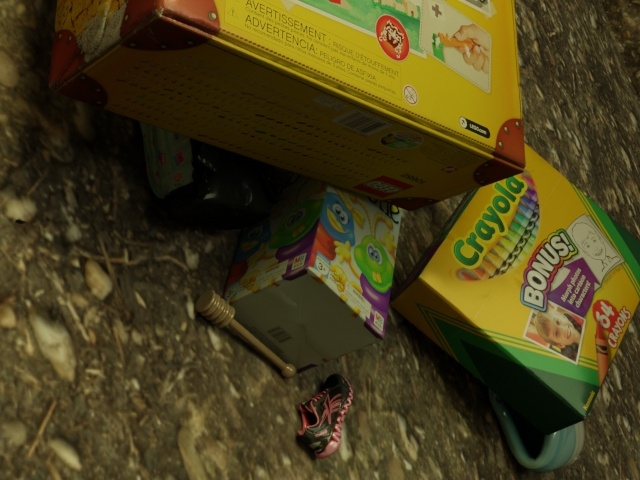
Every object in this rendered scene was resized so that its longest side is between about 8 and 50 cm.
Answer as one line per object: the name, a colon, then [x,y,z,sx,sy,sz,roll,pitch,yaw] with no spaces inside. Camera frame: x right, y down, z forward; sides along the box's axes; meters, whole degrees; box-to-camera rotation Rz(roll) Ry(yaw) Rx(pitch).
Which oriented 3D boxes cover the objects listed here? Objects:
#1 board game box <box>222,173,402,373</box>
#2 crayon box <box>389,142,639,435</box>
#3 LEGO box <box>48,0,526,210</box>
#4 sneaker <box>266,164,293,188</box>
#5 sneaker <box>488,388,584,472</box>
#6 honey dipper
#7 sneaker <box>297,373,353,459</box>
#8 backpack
board game box: [0.000,0.000,1.166,0.144,0.142,0.275,44,38,-29]
crayon box: [0.327,0.060,1.452,0.313,0.106,0.363,41,53,-2]
LEGO box: [-0.010,-0.281,1.017,0.500,0.193,0.372,16,66,-39]
sneaker: [-0.093,-0.114,1.168,0.061,0.065,0.158,-18,44,-42]
sneaker: [0.324,0.193,1.504,0.150,0.135,0.366,3,65,-58]
honey dipper: [-0.081,0.112,1.082,0.160,0.030,0.030,44,38,-33]
sneaker: [0.002,0.202,1.128,0.057,0.047,0.119,37,39,-18]
backpack: [-0.136,-0.108,1.073,0.152,0.115,0.182,14,58,-58]
